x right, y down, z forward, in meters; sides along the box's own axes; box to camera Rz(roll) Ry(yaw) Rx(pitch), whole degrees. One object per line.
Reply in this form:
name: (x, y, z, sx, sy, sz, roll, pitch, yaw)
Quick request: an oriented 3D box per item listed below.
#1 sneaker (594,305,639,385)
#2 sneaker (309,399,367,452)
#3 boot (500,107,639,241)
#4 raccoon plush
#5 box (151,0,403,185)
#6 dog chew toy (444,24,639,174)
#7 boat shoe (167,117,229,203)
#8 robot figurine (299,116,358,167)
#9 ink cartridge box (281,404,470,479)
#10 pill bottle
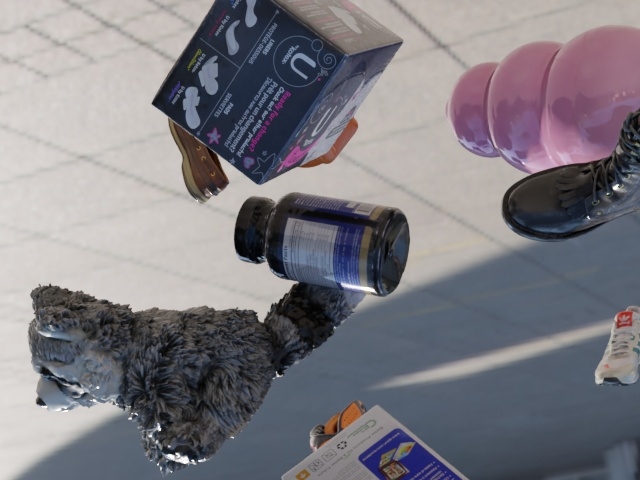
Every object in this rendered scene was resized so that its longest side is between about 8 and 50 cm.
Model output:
sneaker: (0.387, 0.133, 1.718, 0.057, 0.075, 0.161, -4, -167, 29)
sneaker: (0.099, 0.354, 2.206, 0.125, 0.180, 0.321, -38, 152, 16)
boot: (0.328, -0.088, 1.448, 0.263, 0.091, 0.229, -12, 161, 1)
raccoon plush: (-0.193, 0.098, 1.838, 0.446, 0.299, 0.216, -45, -163, -22)
box: (-0.035, -0.171, 1.362, 0.163, 0.142, 0.247, -55, 172, 18)
dog chew toy: (0.309, -0.172, 1.742, 0.332, 0.206, 0.207, 3, 178, 40)
boat shoe: (-0.173, -0.142, 1.926, 0.060, 0.178, 0.064, -23, 159, 18)
robot figurine: (-0.042, -0.168, 1.670, 0.128, 0.158, 0.219, -17, 154, 30)
ink cartridge box: (0.110, 0.360, 1.752, 0.176, 0.069, 0.371, -35, -149, -14)
pill bottle: (0.000, 0.000, 1.808, 0.219, 0.122, 0.123, 10, 175, 22)
